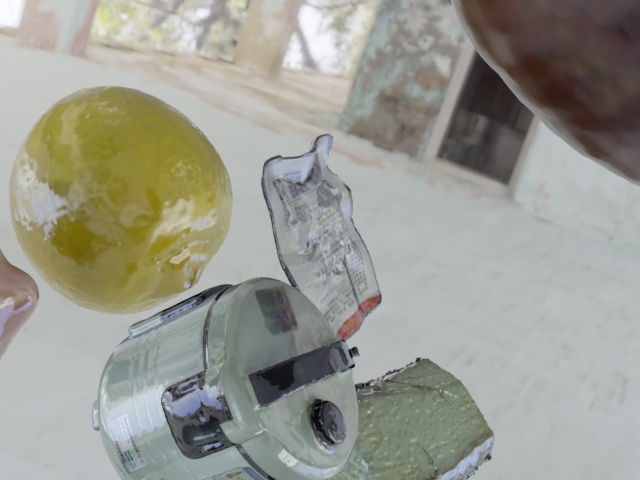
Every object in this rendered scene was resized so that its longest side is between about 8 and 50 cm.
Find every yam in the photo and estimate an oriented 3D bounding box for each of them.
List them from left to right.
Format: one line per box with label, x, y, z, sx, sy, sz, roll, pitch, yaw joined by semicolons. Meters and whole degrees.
yam;0.092;0.271;1.556;0.271;0.201;0.202;-20;-102;-39

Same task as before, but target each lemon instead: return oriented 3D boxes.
lemon;-0.296;-0.060;1.701;0.348;0.348;0.348;18;-168;-4

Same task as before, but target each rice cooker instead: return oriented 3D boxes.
rice cooker;-0.087;0.157;1.152;0.244;0.226;0.226;-22;170;29

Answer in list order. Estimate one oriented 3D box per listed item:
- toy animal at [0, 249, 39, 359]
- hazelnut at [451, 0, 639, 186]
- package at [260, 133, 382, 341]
toy animal;-0.499;0.119;1.418;0.237;0.269;0.326;-5;-158;37
hazelnut;0.268;-0.219;0.809;0.429;0.402;0.402;53;-177;-17
package;0.000;0.000;1.284;0.040;0.232;0.166;-7;-160;32
